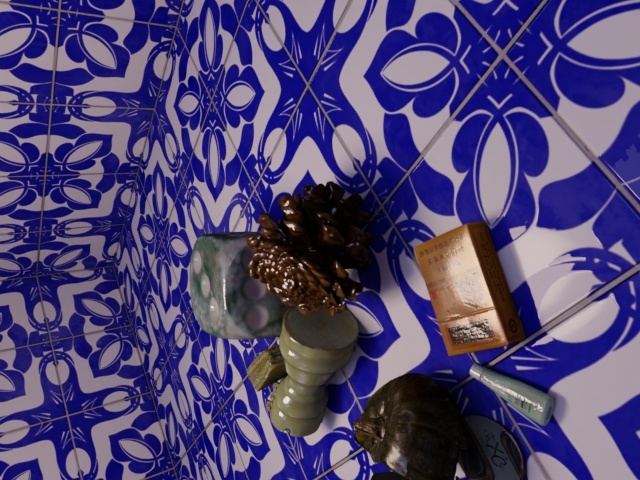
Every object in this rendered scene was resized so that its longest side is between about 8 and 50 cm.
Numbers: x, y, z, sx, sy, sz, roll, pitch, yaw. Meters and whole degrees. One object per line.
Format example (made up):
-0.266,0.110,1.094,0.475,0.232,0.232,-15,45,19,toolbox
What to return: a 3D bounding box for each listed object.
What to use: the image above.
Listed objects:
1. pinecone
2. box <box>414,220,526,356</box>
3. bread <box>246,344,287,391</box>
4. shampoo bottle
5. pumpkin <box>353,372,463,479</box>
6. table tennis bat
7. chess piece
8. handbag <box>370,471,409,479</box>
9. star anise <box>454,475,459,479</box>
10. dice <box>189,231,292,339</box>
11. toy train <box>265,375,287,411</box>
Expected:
0.000,0.000,1.424,0.384,0.384,0.385,13,107,52,pinecone
0.335,0.113,1.173,0.174,0.076,0.274,-30,72,53,box
-0.174,0.452,1.876,0.102,0.138,0.196,53,136,20,bread
0.416,0.327,1.131,0.190,0.041,0.069,27,122,49,shampoo bottle
0.206,0.437,1.254,0.325,0.241,0.232,-16,54,70,pumpkin
0.363,0.510,1.255,0.301,0.022,0.174,-16,82,52,table tennis bat
-0.035,0.420,1.620,0.234,0.233,0.443,45,134,40,chess piece
0.156,0.808,1.406,0.191,0.074,0.332,-33,28,50,handbag
0.329,0.660,1.295,0.129,0.056,0.124,-47,60,46,star anise
-0.230,0.138,1.717,0.348,0.330,0.328,4,97,55,dice
-0.129,0.594,1.893,0.125,0.080,0.194,40,124,30,toy train
